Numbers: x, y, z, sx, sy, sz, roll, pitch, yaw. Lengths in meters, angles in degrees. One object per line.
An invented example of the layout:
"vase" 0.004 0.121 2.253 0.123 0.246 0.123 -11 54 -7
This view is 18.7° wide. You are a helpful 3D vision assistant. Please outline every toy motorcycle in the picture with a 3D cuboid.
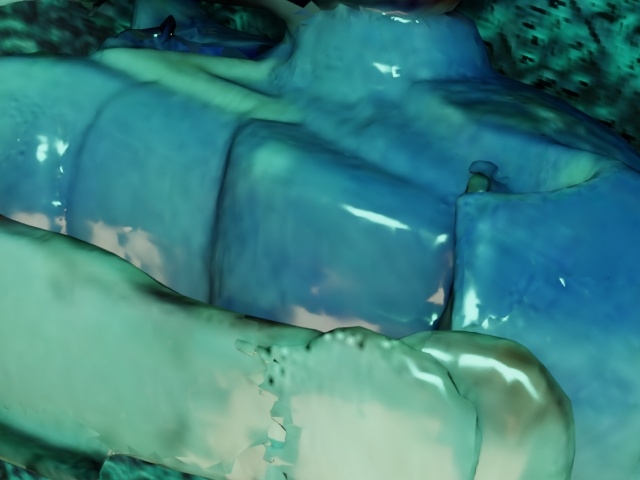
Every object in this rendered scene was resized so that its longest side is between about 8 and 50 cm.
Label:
"toy motorcycle" 0.000 0.022 0.560 0.319 0.241 0.182 12 133 24
